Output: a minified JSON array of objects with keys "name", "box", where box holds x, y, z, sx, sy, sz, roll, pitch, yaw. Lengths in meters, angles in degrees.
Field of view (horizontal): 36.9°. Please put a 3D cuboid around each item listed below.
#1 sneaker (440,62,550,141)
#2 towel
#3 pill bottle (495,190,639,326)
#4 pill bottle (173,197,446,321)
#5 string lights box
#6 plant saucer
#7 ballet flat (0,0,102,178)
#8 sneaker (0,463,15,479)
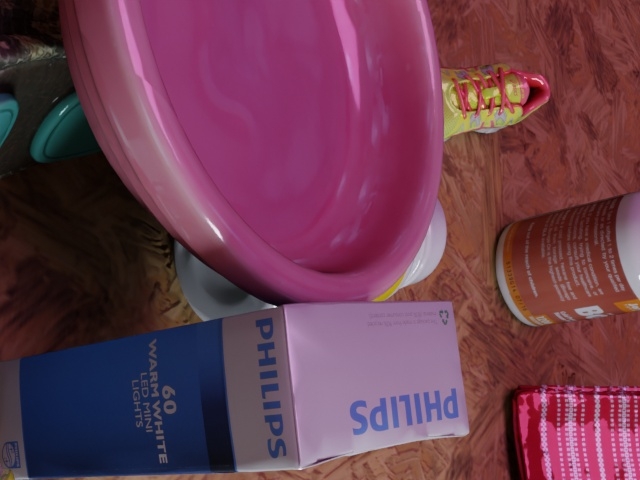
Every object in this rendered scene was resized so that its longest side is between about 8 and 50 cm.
[{"name":"sneaker","box":[0.163,-0.150,0.986,0.208,0.094,0.082,-17,93,-47]},{"name":"towel","box":[0.332,0.248,0.991,0.274,0.031,0.199,1,75,-8]},{"name":"pill bottle","box":[0.301,0.017,0.996,0.121,0.216,0.121,16,68,-43]},{"name":"pill bottle","box":[0.000,0.000,0.748,0.208,0.119,0.119,-10,86,-48]},{"name":"string lights box","box":[-0.061,0.090,0.549,0.133,0.259,0.077,3,77,-47]},{"name":"plant saucer","box":[-0.034,-0.120,0.574,0.332,0.084,0.332,21,65,-54]},{"name":"ballet flat","box":[-0.208,-0.097,0.550,0.182,0.164,0.483,47,39,1]},{"name":"sneaker","box":[-0.284,0.145,0.426,0.300,0.111,0.121,-28,90,-53]}]
